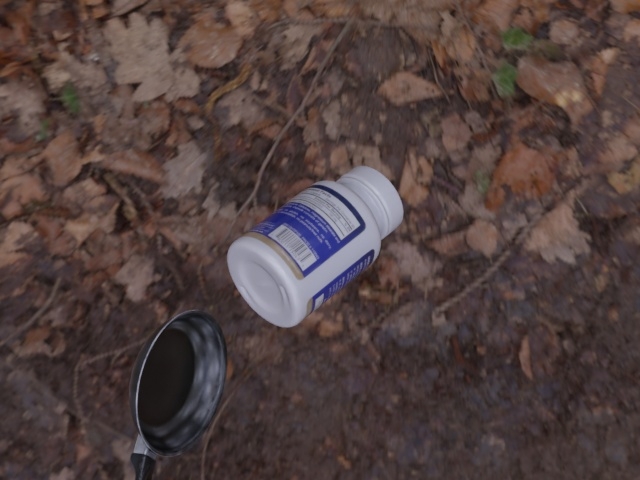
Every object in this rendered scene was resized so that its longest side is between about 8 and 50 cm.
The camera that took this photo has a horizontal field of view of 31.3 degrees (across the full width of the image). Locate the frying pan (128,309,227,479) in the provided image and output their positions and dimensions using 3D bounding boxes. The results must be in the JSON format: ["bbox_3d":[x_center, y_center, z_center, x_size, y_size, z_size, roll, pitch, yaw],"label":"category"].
[{"bbox_3d":[-0.201,0.250,1.511,0.053,0.197,0.326,11,90,29],"label":"frying pan"}]

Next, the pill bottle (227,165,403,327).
[{"bbox_3d":[0.000,0.000,1.248,0.186,0.112,0.112,-37,103,-30],"label":"pill bottle"}]
